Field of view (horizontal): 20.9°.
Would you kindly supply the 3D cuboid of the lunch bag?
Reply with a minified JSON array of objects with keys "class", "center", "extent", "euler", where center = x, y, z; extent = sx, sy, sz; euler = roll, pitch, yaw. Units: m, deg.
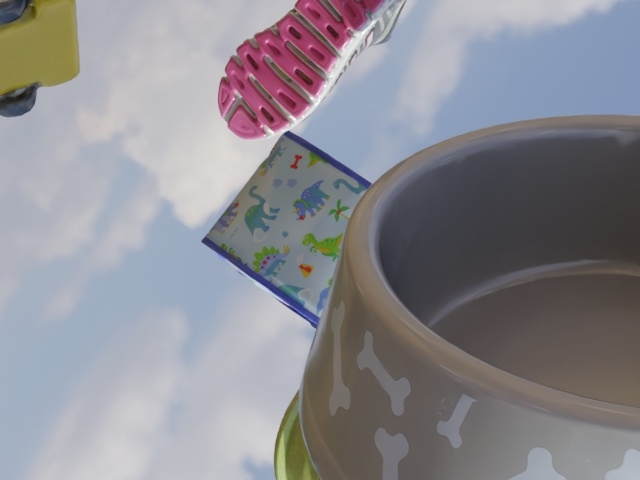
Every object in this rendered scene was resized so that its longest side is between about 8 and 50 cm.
[{"class":"lunch bag","center":[0.000,0.000,1.484],"extent":[0.151,0.096,0.129],"euler":[32,-95,34]}]

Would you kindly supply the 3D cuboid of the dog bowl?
[{"class":"dog bowl","center":[0.162,0.045,0.857],"extent":[0.349,0.348,0.102],"euler":[-82,173,-61]}]

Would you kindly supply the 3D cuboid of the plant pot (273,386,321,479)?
[{"class":"plant pot","center":[0.119,0.278,1.907],"extent":[0.276,0.276,0.254],"euler":[-55,-148,9]}]

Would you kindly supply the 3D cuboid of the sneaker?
[{"class":"sneaker","center":[0.004,-0.127,1.088],"extent":[0.170,0.063,0.075],"euler":[-48,169,27]}]

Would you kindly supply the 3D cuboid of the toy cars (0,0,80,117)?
[{"class":"toy cars","center":[-0.323,-0.055,1.110],"extent":[0.393,0.176,0.087],"euler":[-43,-122,16]}]
